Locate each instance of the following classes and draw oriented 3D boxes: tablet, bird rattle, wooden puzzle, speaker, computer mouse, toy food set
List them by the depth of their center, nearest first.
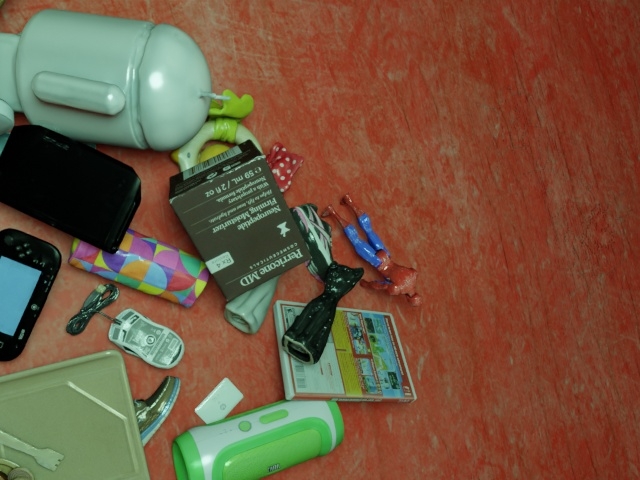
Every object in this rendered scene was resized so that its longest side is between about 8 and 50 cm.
[{"bbox_3d":[-0.486,0.385,0.798,0.132,0.038,0.192,32,85,-15],"label":"toy food set"},{"bbox_3d":[-0.402,0.309,0.859,0.220,0.044,0.239,-13,93,-9],"label":"wooden puzzle"},{"bbox_3d":[-0.330,0.161,0.947,0.193,0.042,0.106,36,63,-14],"label":"computer mouse"},{"bbox_3d":[-0.109,0.368,0.989,0.296,0.131,0.131,-10,88,-29],"label":"speaker"},{"bbox_3d":[-0.190,0.307,1.021,0.083,0.006,0.054,-45,105,-25],"label":"tablet"},{"bbox_3d":[-0.171,-0.158,1.056,0.207,0.143,0.254,-42,116,-15],"label":"bird rattle"}]

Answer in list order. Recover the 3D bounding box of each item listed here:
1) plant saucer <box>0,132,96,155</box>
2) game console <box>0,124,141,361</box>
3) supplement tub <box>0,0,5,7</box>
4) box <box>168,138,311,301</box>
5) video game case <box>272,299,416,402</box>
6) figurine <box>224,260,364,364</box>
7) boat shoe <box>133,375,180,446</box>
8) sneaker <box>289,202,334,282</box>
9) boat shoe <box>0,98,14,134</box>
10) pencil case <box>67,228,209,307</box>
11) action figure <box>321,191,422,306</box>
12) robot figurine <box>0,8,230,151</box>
[{"bbox_3d":[-0.484,-0.143,0.916,0.192,0.018,0.067,4,81,-29],"label":"plant saucer"},{"bbox_3d":[-0.433,0.018,0.834,0.213,0.044,0.361,25,92,-1],"label":"game console"},{"bbox_3d":[-0.567,-0.442,0.783,0.241,0.241,0.331,27,72,-23],"label":"supplement tub"},{"bbox_3d":[-0.143,-0.042,0.948,0.168,0.167,0.203,-27,114,-5],"label":"box"},{"bbox_3d":[0.048,0.225,1.094,0.285,0.025,0.204,10,47,-27],"label":"video game case"},{"bbox_3d":[-0.050,0.098,1.034,0.214,0.092,0.209,22,59,21],"label":"figurine"},{"bbox_3d":[-0.311,0.304,0.921,0.066,0.066,0.183,39,67,-17],"label":"boat shoe"},{"bbox_3d":[0.000,0.000,1.132,0.077,0.072,0.178,-33,105,-39],"label":"sneaker"},{"bbox_3d":[-0.610,-0.210,0.787,0.306,0.113,0.105,-3,74,-4],"label":"boat shoe"},{"bbox_3d":[-0.309,0.038,0.944,0.236,0.104,0.105,26,72,-25],"label":"pencil case"},{"bbox_3d":[0.112,0.042,1.184,0.091,0.139,0.280,-35,78,-24],"label":"action figure"},{"bbox_3d":[-0.330,-0.253,0.871,0.353,0.300,0.200,7,116,0],"label":"robot figurine"}]
